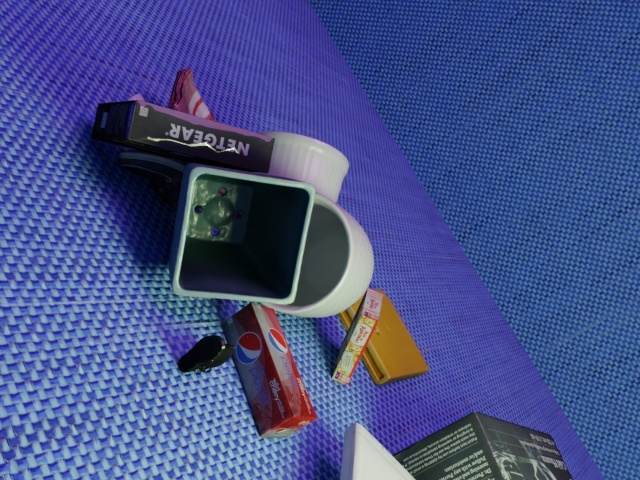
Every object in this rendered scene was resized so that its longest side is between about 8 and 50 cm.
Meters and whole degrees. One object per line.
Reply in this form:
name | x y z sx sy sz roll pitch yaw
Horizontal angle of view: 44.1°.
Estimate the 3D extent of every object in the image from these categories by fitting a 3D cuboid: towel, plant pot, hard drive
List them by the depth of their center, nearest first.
hard drive | 0.123 0.531 1.502 0.233 0.047 0.353 48 19 -13
plant pot | -0.182 -0.034 1.610 0.247 0.248 0.252 7 12 -21
towel | -0.272 -0.240 1.938 0.237 0.037 0.329 -95 162 -56

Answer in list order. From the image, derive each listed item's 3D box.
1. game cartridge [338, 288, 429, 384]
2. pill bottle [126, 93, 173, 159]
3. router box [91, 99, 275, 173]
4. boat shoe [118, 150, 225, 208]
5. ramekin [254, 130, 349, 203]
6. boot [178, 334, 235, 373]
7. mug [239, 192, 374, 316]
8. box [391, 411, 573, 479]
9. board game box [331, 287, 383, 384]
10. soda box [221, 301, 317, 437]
game cartridge | 0.171 0.265 2.240 0.285 0.052 0.323 61 20 18
pill bottle | -0.384 -0.250 1.795 0.160 0.087 0.087 50 21 -9
router box | -0.287 -0.212 1.642 0.308 0.081 0.243 11 0 -34
boat shoe | -0.315 -0.121 1.735 0.285 0.103 0.092 19 83 -39
ramekin | -0.076 -0.154 1.972 0.277 0.277 0.135 29 68 -48
boot | -0.195 0.207 1.461 0.099 0.121 0.045 1 58 -57
mug | -0.046 0.019 1.889 0.374 0.276 0.328 38 4 20
box | 0.428 0.689 1.800 0.480 0.297 0.472 27 36 -50
board game box | 0.090 0.231 1.918 0.045 0.193 0.147 23 25 0
soda box | -0.106 0.261 1.597 0.083 0.092 0.263 24 36 -54
